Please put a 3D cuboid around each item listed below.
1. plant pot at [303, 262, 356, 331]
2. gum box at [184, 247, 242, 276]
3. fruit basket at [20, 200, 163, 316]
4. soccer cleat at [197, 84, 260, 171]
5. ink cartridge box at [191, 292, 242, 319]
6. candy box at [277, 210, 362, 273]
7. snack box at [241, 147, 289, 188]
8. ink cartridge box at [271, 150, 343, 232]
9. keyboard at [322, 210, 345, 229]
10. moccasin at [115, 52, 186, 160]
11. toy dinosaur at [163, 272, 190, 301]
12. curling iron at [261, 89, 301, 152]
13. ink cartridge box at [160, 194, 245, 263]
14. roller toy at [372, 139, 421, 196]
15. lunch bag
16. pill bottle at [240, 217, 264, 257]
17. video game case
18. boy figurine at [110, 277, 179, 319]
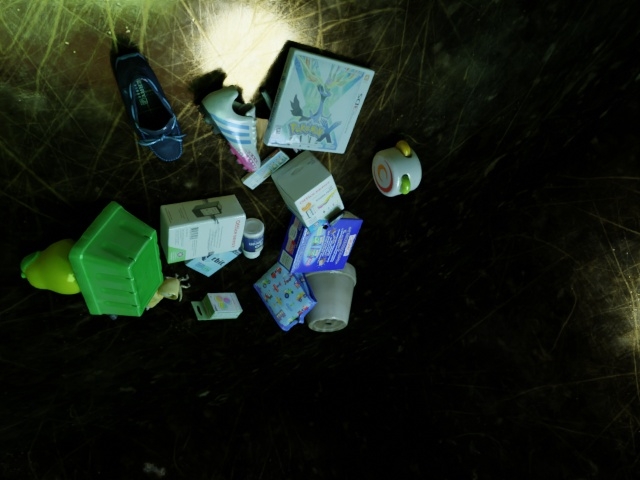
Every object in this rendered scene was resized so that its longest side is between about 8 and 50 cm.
[{"bbox_3d":[0.026,0.289,2.300,0.323,0.280,0.323,-2,150,-1],"label":"plant pot"},{"bbox_3d":[-0.435,0.059,1.891,0.184,0.041,0.157,-35,149,7],"label":"gum box"},{"bbox_3d":[-0.735,0.070,1.508,0.392,0.282,0.392,12,138,11],"label":"fruit basket"},{"bbox_3d":[-0.236,-0.333,1.425,0.143,0.116,0.331,-33,149,2],"label":"soccer cleat"},{"bbox_3d":[-0.475,0.302,2.142,0.209,0.109,0.062,6,133,-45],"label":"ink cartridge box"},{"bbox_3d":[0.000,0.000,2.048,0.317,0.122,0.268,0,119,-40],"label":"candy box"},{"bbox_3d":[-0.197,-0.256,1.662,0.178,0.022,0.064,-38,150,11],"label":"snack box"},{"bbox_3d":[-0.045,-0.181,1.742,0.171,0.168,0.232,-38,150,-6],"label":"ink cartridge box"},{"bbox_3d":[0.048,-0.082,1.836,0.108,0.023,0.180,-43,-175,5],"label":"keyboard"},{"bbox_3d":[-0.457,-0.323,1.244,0.138,0.116,0.342,-27,149,-7],"label":"moccasin"},{"bbox_3d":[-0.593,0.180,1.936,0.093,0.053,0.183,-16,142,4],"label":"toy dinosaur"},{"bbox_3d":[-0.129,-0.382,1.512,0.035,0.068,0.274,-32,144,5],"label":"curling iron"},{"bbox_3d":[-0.427,-0.042,1.679,0.273,0.114,0.198,-12,145,-28],"label":"ink cartridge box"},{"bbox_3d":[0.315,-0.289,1.902,0.146,0.209,0.191,-18,-178,-20],"label":"roller toy"},{"bbox_3d":[-0.151,0.262,2.186,0.221,0.293,0.138,-43,147,19],"label":"lunch bag"},{"bbox_3d":[-0.278,-0.004,1.886,0.094,0.094,0.169,-18,147,-21],"label":"pill bottle"},{"bbox_3d":[-0.002,-0.434,1.498,0.329,0.036,0.299,-3,125,-39],"label":"video game case"},{"bbox_3d":[-0.693,0.225,1.833,0.285,0.092,0.177,-15,147,-8],"label":"boy figurine"}]
